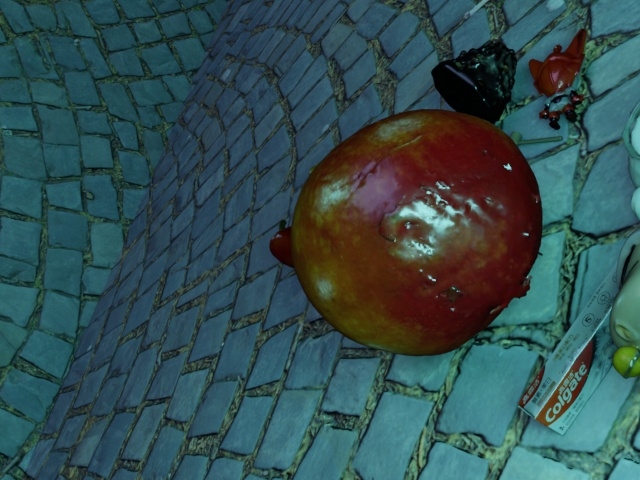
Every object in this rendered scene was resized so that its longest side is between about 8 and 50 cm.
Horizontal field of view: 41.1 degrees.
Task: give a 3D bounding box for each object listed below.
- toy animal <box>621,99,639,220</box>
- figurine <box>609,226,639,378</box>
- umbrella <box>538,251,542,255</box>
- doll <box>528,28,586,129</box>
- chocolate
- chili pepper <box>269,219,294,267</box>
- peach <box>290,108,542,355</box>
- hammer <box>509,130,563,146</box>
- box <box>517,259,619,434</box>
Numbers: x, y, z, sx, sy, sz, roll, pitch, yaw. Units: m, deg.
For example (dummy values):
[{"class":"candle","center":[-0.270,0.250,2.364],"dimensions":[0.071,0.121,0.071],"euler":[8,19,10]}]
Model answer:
[{"class":"toy animal","center":[0.485,-0.146,0.946],"dimensions":[0.325,0.154,0.208],"euler":[-34,40,30]},{"class":"figurine","center":[0.384,0.083,0.842],"dimensions":[0.176,0.186,0.287],"euler":[97,159,-45]},{"class":"umbrella","center":[0.292,0.003,1.260],"dimensions":[0.022,0.022,0.149],"euler":[-59,16,6]},{"class":"doll","center":[0.378,-0.252,1.353],"dimensions":[0.109,0.057,0.169],"euler":[-29,36,41]},{"class":"chocolate","center":[0.285,-0.289,1.475],"dimensions":[0.133,0.156,0.156],"euler":[-46,25,-8]},{"class":"chili pepper","center":[-0.001,0.004,1.704],"dimensions":[0.368,0.092,0.137],"euler":[-1,40,52]},{"class":"peach","center":[0.136,-0.006,1.171],"dimensions":[0.370,0.370,0.370],"euler":[-40,30,30]},{"class":"hammer","center":[0.340,-0.159,1.359],"dimensions":[0.110,0.019,0.035],"euler":[0,60,57]},{"class":"box","center":[0.323,0.128,1.019],"dimensions":[0.218,0.055,0.039],"euler":[-55,24,1]}]
